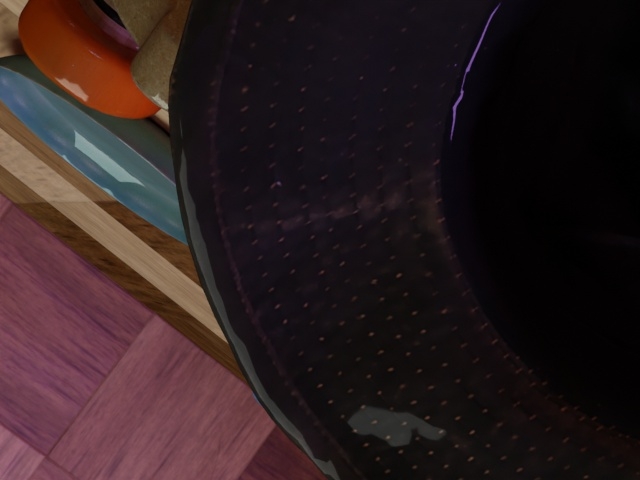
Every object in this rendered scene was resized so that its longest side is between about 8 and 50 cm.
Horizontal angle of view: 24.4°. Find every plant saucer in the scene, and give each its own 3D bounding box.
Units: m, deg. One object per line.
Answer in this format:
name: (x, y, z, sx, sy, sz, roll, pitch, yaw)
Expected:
plant saucer: (-0.206, -0.092, 1.513, 0.318, 0.043, 0.317, 34, 168, 8)

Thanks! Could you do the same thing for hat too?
hat: (0.129, -0.040, 0.410, 0.331, 0.331, 0.134, 37, -153, -5)

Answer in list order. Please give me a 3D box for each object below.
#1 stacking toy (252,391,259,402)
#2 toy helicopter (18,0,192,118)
stacking toy: (0.054, 0.025, 1.029, 0.175, 0.165, 0.302, 19, 155, 6)
toy helicopter: (0.023, -0.039, 0.678, 0.235, 0.140, 0.355, 16, -147, -40)
